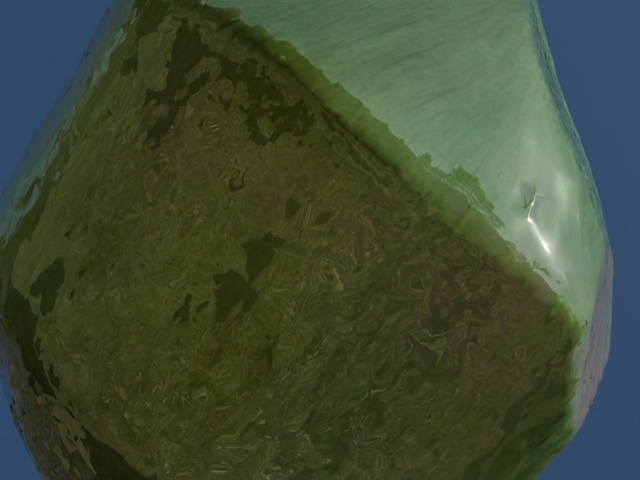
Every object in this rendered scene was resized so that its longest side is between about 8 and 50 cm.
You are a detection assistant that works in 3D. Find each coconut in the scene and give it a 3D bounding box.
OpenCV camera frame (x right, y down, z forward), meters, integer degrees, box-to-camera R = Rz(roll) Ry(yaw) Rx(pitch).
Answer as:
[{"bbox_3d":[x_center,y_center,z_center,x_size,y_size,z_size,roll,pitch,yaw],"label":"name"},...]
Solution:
[{"bbox_3d":[0.000,0.000,0.582,0.281,0.328,0.328,31,-72,-22],"label":"coconut"}]
